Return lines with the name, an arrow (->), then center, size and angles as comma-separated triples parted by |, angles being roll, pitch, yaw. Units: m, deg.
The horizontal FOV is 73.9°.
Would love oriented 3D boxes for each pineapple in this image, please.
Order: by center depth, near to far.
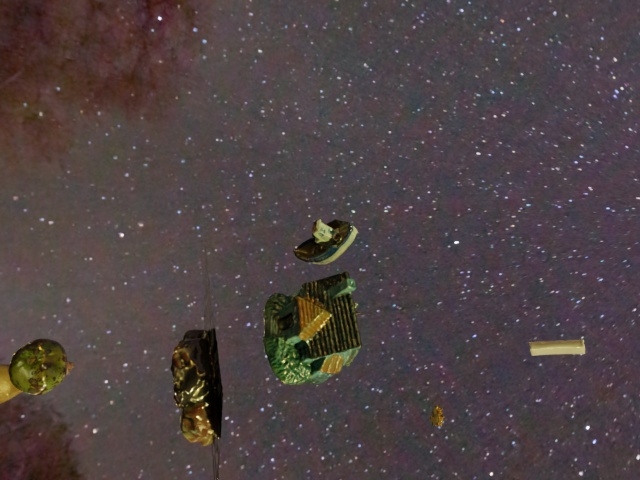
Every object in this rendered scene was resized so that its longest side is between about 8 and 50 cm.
pineapple -> 0.356, 0.541, 1.297 | 0.045, 0.019, 0.083 | -120, -150, -49

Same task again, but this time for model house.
model house -> 0.003, 0.232, 1.162 | 0.241, 0.226, 0.261 | -38, -133, 34

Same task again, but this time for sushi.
sushi -> -0.194, 0.201, 0.644 | 0.292, 0.059, 0.294 | -116, -151, -50

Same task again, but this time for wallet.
wallet -> 0.595, 0.271, 1.071 | 0.122, 0.061, 0.025 | -10, -132, 25

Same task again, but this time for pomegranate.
pomegranate -> -0.700, 0.321, 1.094 | 0.125, 0.163, 0.138 | -37, -115, 22

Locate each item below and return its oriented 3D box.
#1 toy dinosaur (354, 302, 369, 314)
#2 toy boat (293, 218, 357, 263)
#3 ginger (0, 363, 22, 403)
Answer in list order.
toy dinosaur -> 0.072, 0.224, 1.352 | 0.220, 0.108, 0.032 | -10, -92, 43
toy boat -> 0.000, 0.000, 1.287 | 0.262, 0.115, 0.114 | -38, -146, 51
ginger -> -0.841, 0.334, 0.968 | 0.166, 0.375, 0.236 | -31, -138, 17
